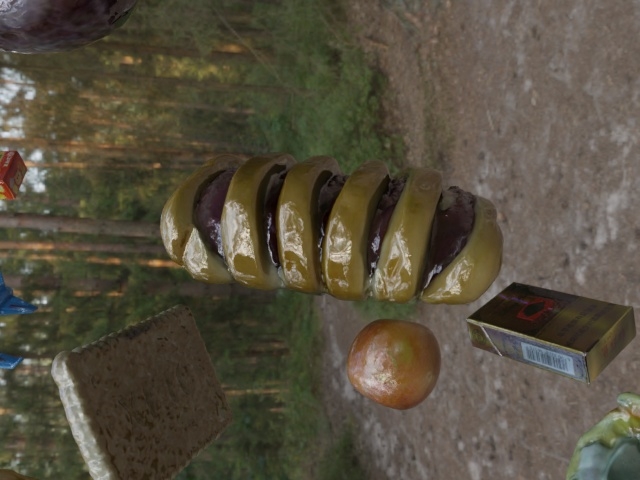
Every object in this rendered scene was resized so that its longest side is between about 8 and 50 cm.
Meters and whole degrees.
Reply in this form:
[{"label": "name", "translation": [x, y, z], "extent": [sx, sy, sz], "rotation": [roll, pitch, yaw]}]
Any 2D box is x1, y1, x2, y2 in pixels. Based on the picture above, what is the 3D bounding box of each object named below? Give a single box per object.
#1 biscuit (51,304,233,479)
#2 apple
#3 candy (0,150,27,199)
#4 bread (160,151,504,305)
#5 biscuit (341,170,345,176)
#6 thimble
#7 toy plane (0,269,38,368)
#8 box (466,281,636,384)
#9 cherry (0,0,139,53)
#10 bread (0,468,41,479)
[{"label": "biscuit", "translation": [-0.229, 0.215, 0.872], "extent": [0.217, 0.044, 0.325], "rotation": [69, -164, -1]}, {"label": "apple", "translation": [0.193, 0.307, 1.641], "extent": [0.253, 0.253, 0.253], "rotation": [180, 90, -75]}, {"label": "candy", "translation": [-0.474, -0.088, 0.866], "extent": [0.038, 0.122, 0.062], "rotation": [88, -178, -50]}, {"label": "bread", "translation": [0.010, -0.016, 0.442], "extent": [0.134, 0.225, 0.081], "rotation": [-59, -29, -65]}, {"label": "biscuit", "translation": [-0.002, 0.000, 1.292], "extent": [0.277, 0.052, 0.262], "rotation": [72, -145, -48]}, {"label": "thimble", "translation": [0.461, 0.324, 0.808], "extent": [0.254, 0.167, 0.288], "rotation": [-41, 11, 21]}, {"label": "toy plane", "translation": [-0.655, 0.161, 1.118], "extent": [0.254, 0.271, 0.105], "rotation": [44, 155, 9]}, {"label": "box", "translation": [0.402, 0.152, 1.116], "extent": [0.240, 0.159, 0.071], "rotation": [13, 128, 52]}, {"label": "cherry", "translation": [-0.186, -0.214, 0.373], "extent": [0.195, 0.195, 0.195], "rotation": [180, 90, -75]}, {"label": "bread", "translation": [-0.158, 0.228, 0.281], "extent": [0.134, 0.244, 0.244], "rotation": [96, 169, -66]}]
